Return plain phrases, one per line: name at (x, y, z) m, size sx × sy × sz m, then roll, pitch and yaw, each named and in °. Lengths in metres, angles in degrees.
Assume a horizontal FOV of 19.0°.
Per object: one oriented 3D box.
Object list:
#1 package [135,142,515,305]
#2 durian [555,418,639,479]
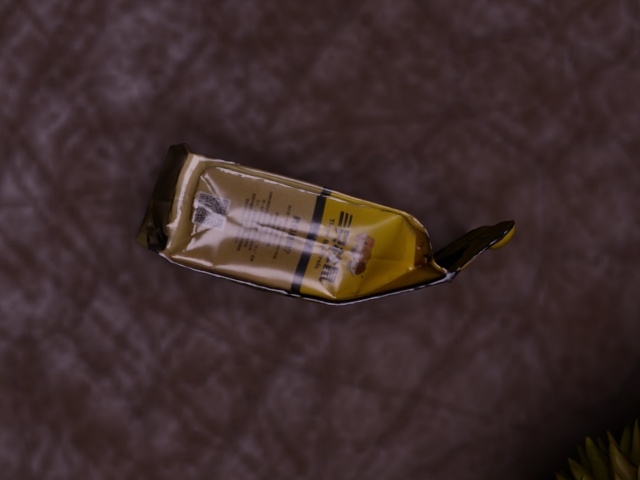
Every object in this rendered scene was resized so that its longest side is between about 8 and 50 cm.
package at (0.000, 0.000, 0.712) m, size 0.131 × 0.071 × 0.047 m, roll 15°, pitch 86°, yaw -13°
durian at (0.193, 0.171, 0.684) m, size 0.291 × 0.224 × 0.291 m, roll -2°, pitch 101°, yaw -13°
